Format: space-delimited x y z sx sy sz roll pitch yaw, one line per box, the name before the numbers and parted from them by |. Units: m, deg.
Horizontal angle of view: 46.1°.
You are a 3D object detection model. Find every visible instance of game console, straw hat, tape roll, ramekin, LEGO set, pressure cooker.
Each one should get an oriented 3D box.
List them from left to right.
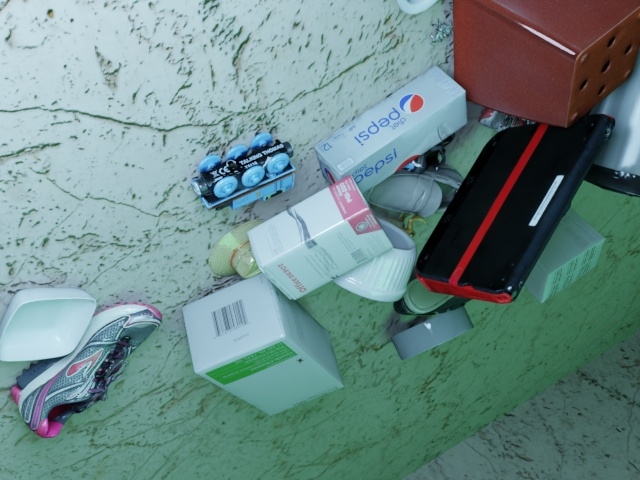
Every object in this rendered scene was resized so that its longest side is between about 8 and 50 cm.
straw hat | -0.135 0.034 1.422 0.144 0.061 0.144 -28 146 -21
ramekin | 0.098 0.024 1.527 0.207 0.207 0.109 1 120 -47
tape roll | 0.304 0.251 2.048 0.219 0.072 0.219 -24 170 -4
LEGO set | 0.222 -0.378 1.327 0.054 0.023 0.083 -16 141 -33
game console | 0.352 -0.061 1.417 0.060 0.342 0.387 35 80 -21
pressure cooker | 0.694 -0.302 1.560 0.375 0.370 0.420 -1 110 -50

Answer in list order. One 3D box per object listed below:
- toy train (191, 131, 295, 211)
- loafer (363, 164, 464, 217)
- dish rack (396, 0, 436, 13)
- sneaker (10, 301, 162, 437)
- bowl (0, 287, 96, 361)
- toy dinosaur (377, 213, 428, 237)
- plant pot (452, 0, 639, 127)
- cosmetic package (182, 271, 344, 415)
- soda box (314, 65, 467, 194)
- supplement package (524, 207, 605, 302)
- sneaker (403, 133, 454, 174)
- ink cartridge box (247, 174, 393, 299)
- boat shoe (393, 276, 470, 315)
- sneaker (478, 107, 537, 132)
toy train | -0.125 -0.105 1.250 0.184 0.080 0.105 -27 152 -21
loafer | 0.203 -0.105 1.557 0.319 0.111 0.112 -6 134 -42
dish rack | 0.193 -0.520 1.081 0.333 0.072 0.285 -42 149 2
sneaker | -0.398 0.226 1.336 0.299 0.112 0.121 -41 148 -1
bowl | -0.451 0.128 1.216 0.142 0.053 0.142 1 129 -48
toy dinosaur | 0.174 -0.026 1.669 0.112 0.064 0.211 -39 148 0
plant pot | 0.412 -0.360 1.329 0.267 0.236 0.267 -38 149 -14
cosmetic package | -0.108 0.224 1.557 0.197 0.155 0.365 -25 148 10
soda box | 0.134 -0.196 1.394 0.286 0.091 0.098 -34 148 -10
supplement package | 0.629 0.023 2.079 0.203 0.194 0.149 -30 146 -15
sneaker | 0.220 -0.176 1.500 0.188 0.078 0.067 -37 154 -47
ink cartridge box | 0.000 0.000 1.363 0.218 0.092 0.158 -30 146 5
boat shoe | 0.327 0.125 1.969 0.340 0.127 0.113 -23 170 -36
sneaker | 0.424 -0.259 1.619 0.225 0.093 0.088 2 129 -46
